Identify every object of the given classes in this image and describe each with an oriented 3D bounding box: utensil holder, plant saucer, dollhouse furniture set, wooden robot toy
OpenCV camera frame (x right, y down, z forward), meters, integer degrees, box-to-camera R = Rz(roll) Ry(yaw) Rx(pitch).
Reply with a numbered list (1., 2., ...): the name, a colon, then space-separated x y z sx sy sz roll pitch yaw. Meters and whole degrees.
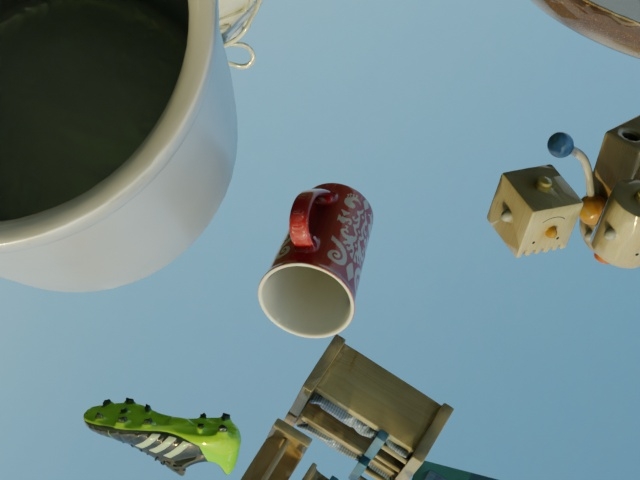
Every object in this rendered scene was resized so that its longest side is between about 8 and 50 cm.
1. utensil holder: -0.230 -0.129 1.155 0.328 0.327 0.385 -49 174 -5
2. plant saucer: 0.312 -0.245 1.398 0.311 0.310 0.050 -92 -161 -57
3. dollhouse furniture set: 0.008 0.212 1.289 0.184 0.129 0.129 -55 174 -31
4. wooden robot toy: 0.148 -0.012 0.667 0.173 0.076 0.079 -24 144 -38

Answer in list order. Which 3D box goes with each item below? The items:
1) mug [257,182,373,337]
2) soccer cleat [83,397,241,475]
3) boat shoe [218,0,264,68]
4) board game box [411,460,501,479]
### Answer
1. mug: 0.008 0.005 1.647 0.169 0.113 0.150 -69 -178 -49
2. soccer cleat: -0.176 0.220 1.557 0.060 0.178 0.072 -67 163 -65
3. boat shoe: -0.137 -0.269 1.694 0.367 0.135 0.157 -175 -78 -77
4. board game box: 0.267 0.437 1.910 0.253 0.336 0.079 11 -123 24
